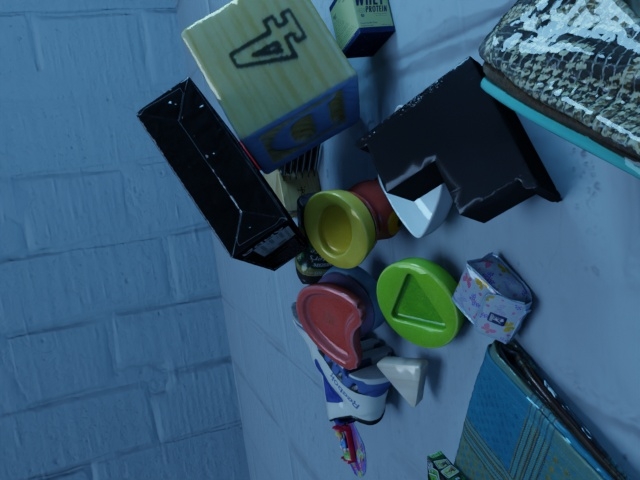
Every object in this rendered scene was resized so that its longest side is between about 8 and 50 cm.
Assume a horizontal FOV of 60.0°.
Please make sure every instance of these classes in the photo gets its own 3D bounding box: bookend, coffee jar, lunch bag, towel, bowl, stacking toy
[{"bbox_3d":[0.138,-0.076,0.585,0.156,0.072,0.157,-34,63,31],"label":"bookend"},{"bbox_3d":[0.000,0.000,1.080,0.079,0.096,0.184,-120,26,-50],"label":"coffee jar"},{"bbox_3d":[0.197,0.068,0.633,0.083,0.053,0.071,53,150,35],"label":"lunch bag"},{"bbox_3d":[0.247,0.330,0.650,0.271,0.040,0.370,-123,28,-50],"label":"towel"},{"bbox_3d":[0.136,-0.092,0.721,0.142,0.053,0.142,101,152,-46],"label":"bowl"},{"bbox_3d":[0.105,0.074,0.863,0.279,0.130,0.309,34,134,26],"label":"stacking toy"}]

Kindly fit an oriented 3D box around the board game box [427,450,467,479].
[{"bbox_3d":[0.212,0.398,0.690,0.260,0.030,0.136,-144,43,-64],"label":"board game box"}]

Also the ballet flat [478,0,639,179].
[{"bbox_3d":[0.259,-0.048,0.284,0.182,0.164,0.483,-59,39,32],"label":"ballet flat"}]

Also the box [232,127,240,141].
[{"bbox_3d":[-0.172,-0.352,1.365,0.186,0.038,0.145,113,176,-58],"label":"box"}]

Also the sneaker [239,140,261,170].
[{"bbox_3d":[-0.141,-0.267,1.289,0.087,0.128,0.221,136,121,-67],"label":"sneaker"}]

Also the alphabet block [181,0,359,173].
[{"bbox_3d":[-0.068,-0.252,0.869,0.197,0.193,0.192,60,179,10],"label":"alphabet block"}]

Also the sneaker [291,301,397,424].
[{"bbox_3d":[0.033,0.246,1.063,0.315,0.127,0.182,-137,43,-57],"label":"sneaker"}]

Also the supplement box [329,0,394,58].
[{"bbox_3d":[0.059,-0.325,0.812,0.083,0.056,0.083,155,103,-70],"label":"supplement box"}]

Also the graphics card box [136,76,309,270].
[{"bbox_3d":[-0.128,-0.075,0.864,0.233,0.094,0.371,56,-179,7],"label":"graphics card box"}]

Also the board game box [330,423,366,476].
[{"bbox_3d":[0.051,0.455,1.258,0.168,0.033,0.133,-119,27,-44],"label":"board game box"}]

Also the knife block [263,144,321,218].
[{"bbox_3d":[-0.075,-0.175,1.215,0.276,0.088,0.242,163,97,-71],"label":"knife block"}]
